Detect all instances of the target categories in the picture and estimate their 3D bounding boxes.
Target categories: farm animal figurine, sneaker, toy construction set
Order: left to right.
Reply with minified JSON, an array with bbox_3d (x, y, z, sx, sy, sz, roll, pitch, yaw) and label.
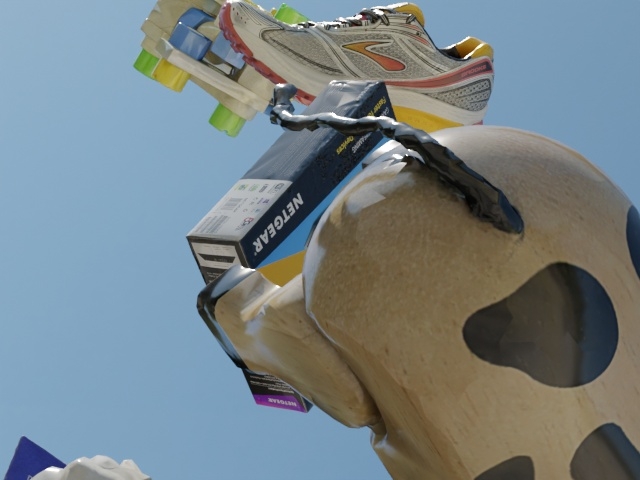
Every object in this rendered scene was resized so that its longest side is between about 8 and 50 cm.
[{"bbox_3d":[-0.036,-0.136,1.405,0.151,0.327,0.215,-49,-135,-3],"label":"toy construction set"},{"bbox_3d":[0.029,-0.144,1.185,0.093,0.225,0.088,-71,-157,11],"label":"sneaker"},{"bbox_3d":[0.107,0.079,0.450,0.327,0.330,0.172,42,-14,-23],"label":"farm animal figurine"}]

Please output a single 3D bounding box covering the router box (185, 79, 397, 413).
[{"bbox_3d":[0.000,0.000,0.993,0.046,0.179,0.133,5,-51,35],"label":"router box"}]

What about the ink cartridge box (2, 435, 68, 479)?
[{"bbox_3d":[-0.160,0.348,1.241,0.303,0.307,0.072,39,-43,-24],"label":"ink cartridge box"}]
